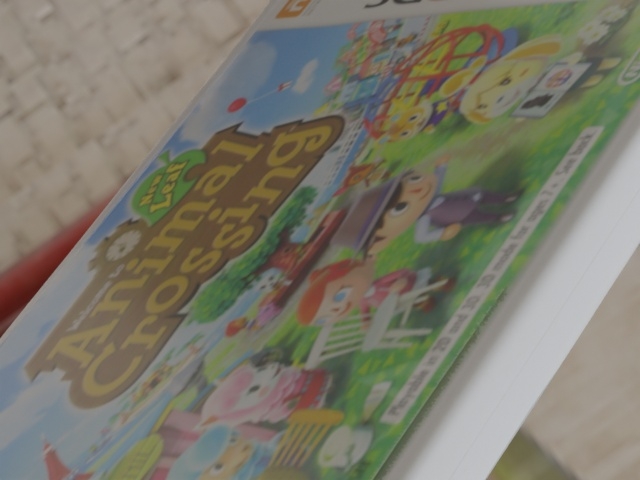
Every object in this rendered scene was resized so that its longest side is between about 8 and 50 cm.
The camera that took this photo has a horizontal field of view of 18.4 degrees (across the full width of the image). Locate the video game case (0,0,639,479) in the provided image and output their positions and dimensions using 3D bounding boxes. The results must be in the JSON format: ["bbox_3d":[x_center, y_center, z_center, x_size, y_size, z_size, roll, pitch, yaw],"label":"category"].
[{"bbox_3d":[0.000,0.000,0.505,0.193,0.212,0.023,2,139,52],"label":"video game case"}]
